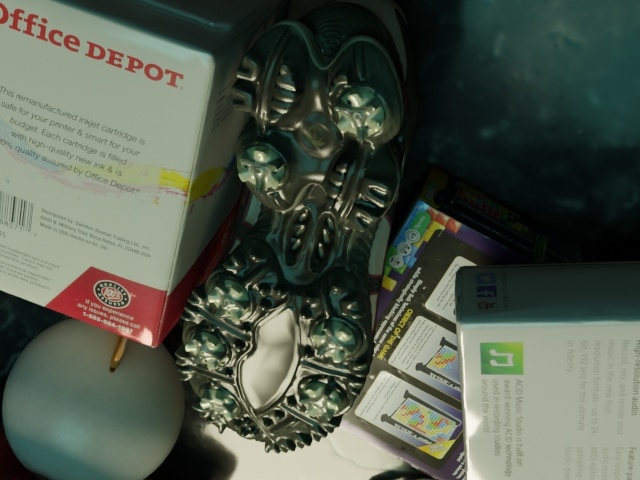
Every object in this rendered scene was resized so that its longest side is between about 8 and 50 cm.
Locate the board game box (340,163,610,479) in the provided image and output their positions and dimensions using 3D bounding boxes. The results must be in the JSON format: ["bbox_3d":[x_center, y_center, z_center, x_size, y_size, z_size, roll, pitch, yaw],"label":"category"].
[{"bbox_3d":[0.083,0.061,0.614,0.141,0.048,0.170,28,123,-2],"label":"board game box"}]

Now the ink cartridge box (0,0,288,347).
[{"bbox_3d":[-0.107,-0.063,0.554,0.128,0.127,0.176,21,123,5],"label":"ink cartridge box"}]

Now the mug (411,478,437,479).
[{"bbox_3d":[0.063,0.195,0.692,0.078,0.062,0.064,-2,110,11],"label":"mug"}]

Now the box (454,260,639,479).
[{"bbox_3d":[0.238,0.116,0.558,0.322,0.058,0.232,-1,123,9],"label":"box"}]

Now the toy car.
[{"bbox_3d":[-0.157,0.127,0.678,0.219,0.210,0.238,23,95,-12],"label":"toy car"}]

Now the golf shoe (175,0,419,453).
[{"bbox_3d":[0.000,0.000,0.562,0.105,0.120,0.273,23,124,8],"label":"golf shoe"}]
